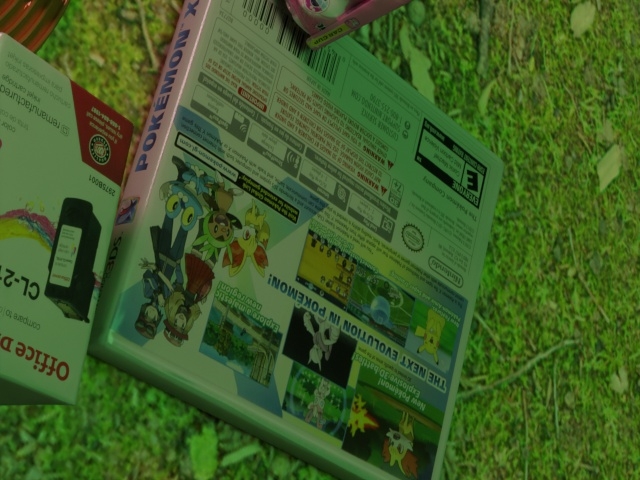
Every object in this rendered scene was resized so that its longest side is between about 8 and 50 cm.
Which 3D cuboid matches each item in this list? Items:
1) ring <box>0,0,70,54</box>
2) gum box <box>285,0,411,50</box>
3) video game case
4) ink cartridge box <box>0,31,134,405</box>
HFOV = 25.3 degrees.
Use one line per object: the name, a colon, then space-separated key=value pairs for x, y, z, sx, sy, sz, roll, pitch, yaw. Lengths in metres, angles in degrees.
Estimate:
ring: x=-0.258 y=-0.236 z=0.789 sx=0.336 sy=0.032 sz=0.337 roll=9 pitch=78 yaw=-44
gum box: x=0.051 y=-0.210 z=1.015 sx=0.062 sy=0.107 sz=0.188 roll=56 pitch=36 yaw=-13
video game case: x=0.000 y=0.000 z=1.015 sx=0.329 sy=0.036 sz=0.300 roll=34 pitch=61 yaw=-39
ink cartridge box: x=-0.180 y=-0.006 z=0.783 sx=0.127 sy=0.072 sz=0.175 roll=36 pitch=58 yaw=-56
